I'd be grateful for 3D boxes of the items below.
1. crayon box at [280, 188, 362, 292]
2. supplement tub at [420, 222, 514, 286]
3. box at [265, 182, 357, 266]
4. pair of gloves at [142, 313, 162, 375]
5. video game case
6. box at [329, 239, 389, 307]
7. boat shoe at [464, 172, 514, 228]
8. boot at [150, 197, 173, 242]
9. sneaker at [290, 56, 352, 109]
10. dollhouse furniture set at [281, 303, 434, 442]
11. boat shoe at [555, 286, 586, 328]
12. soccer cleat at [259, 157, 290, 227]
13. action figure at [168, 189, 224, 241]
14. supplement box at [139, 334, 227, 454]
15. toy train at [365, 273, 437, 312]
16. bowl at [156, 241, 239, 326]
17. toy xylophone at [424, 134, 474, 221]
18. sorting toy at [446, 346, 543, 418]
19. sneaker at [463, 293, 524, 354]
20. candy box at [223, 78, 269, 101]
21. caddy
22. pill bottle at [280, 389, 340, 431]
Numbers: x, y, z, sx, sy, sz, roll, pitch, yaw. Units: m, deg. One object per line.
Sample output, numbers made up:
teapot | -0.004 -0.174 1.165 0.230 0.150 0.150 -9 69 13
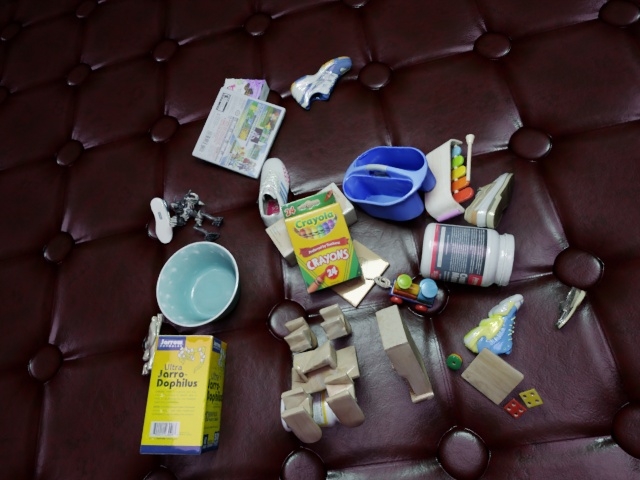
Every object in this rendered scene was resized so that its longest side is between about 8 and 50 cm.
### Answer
crayon box | 0.000 0.000 1.503 0.202 0.081 0.318 -19 94 -3
supplement tub | 0.477 0.048 1.428 0.272 0.191 0.191 7 71 16
box | -0.029 -0.059 1.622 0.311 0.121 0.148 -37 66 -3
pair of gloves | -0.597 0.370 1.531 0.042 0.240 0.204 10 67 -20
video game case | -0.344 -0.457 1.840 0.300 0.036 0.329 20 82 6
box | 0.126 0.117 1.574 0.164 0.021 0.201 35 81 22
boat shoe | 0.586 -0.150 1.484 0.103 0.113 0.302 10 36 35
boot | -0.650 -0.085 1.809 0.069 0.086 0.190 -10 95 1
sneaker | 0.023 -0.676 1.878 0.296 0.112 0.131 -32 83 1
dollhouse furniture set | 0.106 0.400 1.332 0.394 0.256 0.362 -23 30 11
boat shoe | 0.782 0.213 1.373 0.049 0.056 0.152 34 70 27
soccer cleat | -0.184 -0.203 1.702 0.116 0.143 0.331 -10 67 9
action figure | -0.525 -0.111 1.748 0.276 0.141 0.164 28 89 20
supplement box | -0.443 0.509 1.443 0.195 0.194 0.356 -1 69 4
toy train | 0.267 0.150 1.449 0.248 0.143 0.105 17 73 11
bowl | -0.422 0.177 1.597 0.312 0.163 0.311 -4 68 10
toy xylophone | 0.462 -0.231 1.534 0.081 0.236 0.322 22 69 -27
sorting toy | 0.534 0.412 1.321 0.274 0.046 0.132 38 121 21
sneaker | 0.579 0.285 1.379 0.240 0.091 0.126 -42 78 2
candy box | -0.350 -0.640 1.950 0.196 0.070 0.164 8 72 15
caddy | 0.237 -0.213 1.539 0.341 0.179 0.241 13 69 45
pill bottle | -0.013 0.540 1.386 0.209 0.119 0.119 -9 67 9
